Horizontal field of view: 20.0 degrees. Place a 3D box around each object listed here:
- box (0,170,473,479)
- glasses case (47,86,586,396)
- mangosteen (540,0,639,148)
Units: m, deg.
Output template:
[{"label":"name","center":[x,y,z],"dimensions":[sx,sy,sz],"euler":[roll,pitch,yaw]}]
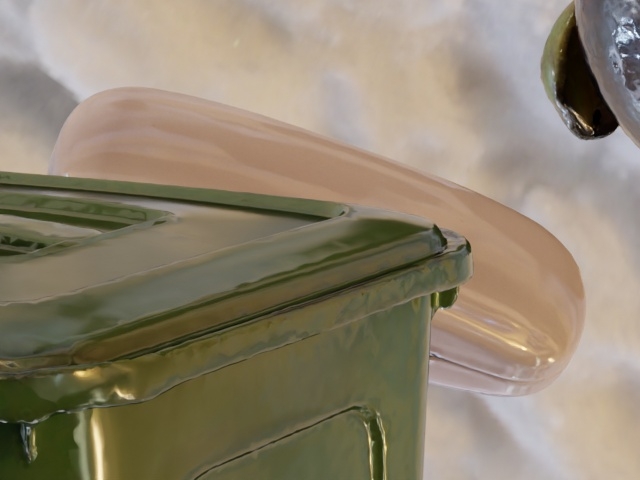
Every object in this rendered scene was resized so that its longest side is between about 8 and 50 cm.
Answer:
[{"label":"box","center":[-0.128,0.075,0.685],"dimensions":[0.328,0.253,0.178],"euler":[7,107,38]},{"label":"glasses case","center":[0.000,0.000,0.964],"dimensions":[0.297,0.113,0.075],"euler":[18,133,-6]},{"label":"mangosteen","center":[0.287,-0.158,1.191],"dimensions":[0.288,0.288,0.288],"euler":[7,125,10]}]
